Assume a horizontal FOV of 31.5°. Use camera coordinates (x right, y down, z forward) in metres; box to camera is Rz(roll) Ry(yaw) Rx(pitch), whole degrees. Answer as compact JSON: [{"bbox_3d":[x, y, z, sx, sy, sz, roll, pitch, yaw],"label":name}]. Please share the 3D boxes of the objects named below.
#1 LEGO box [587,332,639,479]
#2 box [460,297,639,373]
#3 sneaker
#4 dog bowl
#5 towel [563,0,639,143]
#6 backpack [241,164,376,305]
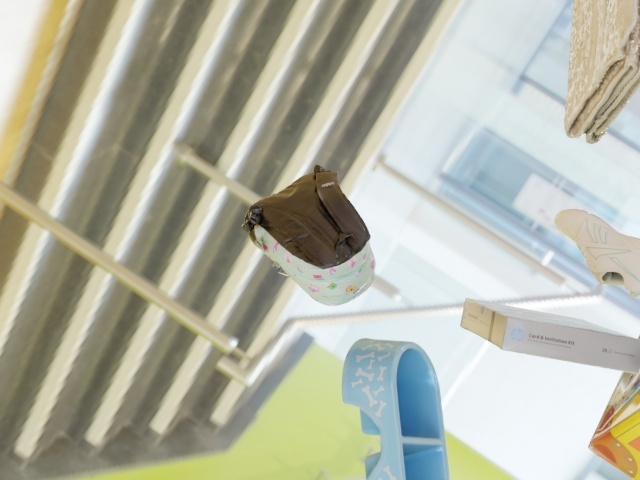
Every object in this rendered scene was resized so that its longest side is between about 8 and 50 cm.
[{"bbox_3d":[0.524,0.045,1.159,0.372,0.193,0.500,-55,176,-30],"label":"LEGO box"},{"bbox_3d":[0.241,0.099,1.210,0.186,0.145,0.038,-164,-96,-85],"label":"box"},{"bbox_3d":[0.322,0.012,1.304,0.061,0.152,0.054,-54,137,-2],"label":"sneaker"},{"bbox_3d":[0.107,0.271,1.519,0.166,0.074,0.297,18,63,-56],"label":"dog bowl"},{"bbox_3d":[0.304,-0.257,1.182,0.187,0.049,0.282,109,-9,-64],"label":"towel"},{"bbox_3d":[0.000,0.000,1.541,0.152,0.182,0.115,-36,138,-13],"label":"backpack"}]
